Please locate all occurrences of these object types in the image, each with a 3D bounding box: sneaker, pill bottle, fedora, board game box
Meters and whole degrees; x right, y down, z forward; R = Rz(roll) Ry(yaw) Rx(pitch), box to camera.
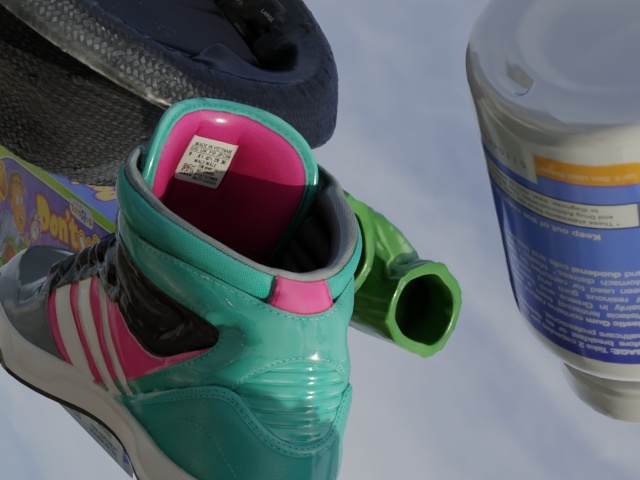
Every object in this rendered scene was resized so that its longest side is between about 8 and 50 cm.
[{"bbox_3d":[-0.079,0.010,0.725,0.295,0.124,0.178,29,-68,48],"label":"sneaker"},{"bbox_3d":[0.175,-0.017,0.808,0.152,0.152,0.272,42,-19,39],"label":"pill bottle"},{"bbox_3d":[-0.151,-0.136,0.936,0.152,0.334,0.334,-47,-113,26],"label":"fedora"},{"bbox_3d":[-0.225,0.041,1.387,0.347,0.078,0.233,32,-55,49],"label":"board game box"}]

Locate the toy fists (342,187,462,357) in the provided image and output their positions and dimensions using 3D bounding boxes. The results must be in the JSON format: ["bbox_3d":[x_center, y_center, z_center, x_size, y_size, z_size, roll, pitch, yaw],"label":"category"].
[{"bbox_3d":[0.000,0.000,1.124,0.142,0.096,0.279,22,-7,36],"label":"toy fists"}]
